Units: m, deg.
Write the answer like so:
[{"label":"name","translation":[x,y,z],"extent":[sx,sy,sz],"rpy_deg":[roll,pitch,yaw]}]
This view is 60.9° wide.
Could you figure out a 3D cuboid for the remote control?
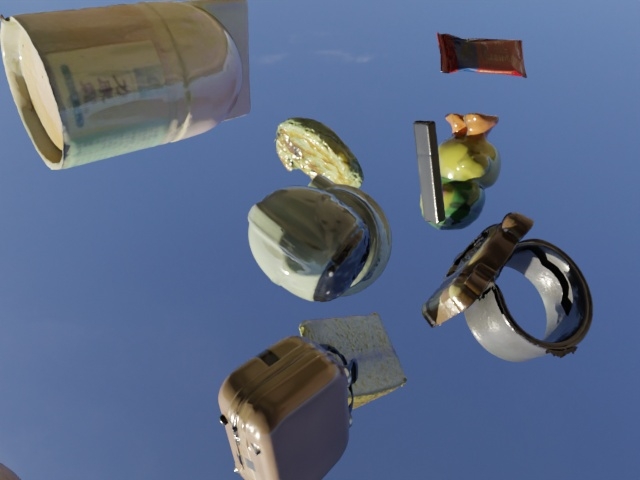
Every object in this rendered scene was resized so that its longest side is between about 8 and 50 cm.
[{"label":"remote control","translation":[0.252,-0.158,1.269],"extent":[0.025,0.245,0.063],"rpy_deg":[-25,-155,-31]}]

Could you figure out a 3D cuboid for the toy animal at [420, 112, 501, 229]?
[{"label":"toy animal","translation":[0.409,-0.187,1.555],"extent":[0.191,0.338,0.216],"rpy_deg":[12,-172,-24]}]

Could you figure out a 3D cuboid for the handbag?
[{"label":"handbag","translation":[-0.035,0.312,0.998],"extent":[0.283,0.302,0.149],"rpy_deg":[-32,-136,-31]}]

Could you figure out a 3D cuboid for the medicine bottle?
[{"label":"medicine bottle","translation":[-0.290,-0.284,0.937],"extent":[0.406,0.236,0.236],"rpy_deg":[-24,-132,-35]}]

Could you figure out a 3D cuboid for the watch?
[{"label":"watch","translation":[0.474,0.153,1.344],"extent":[0.327,0.314,0.335],"rpy_deg":[42,-120,4]}]

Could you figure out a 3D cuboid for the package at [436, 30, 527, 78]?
[{"label":"package","translation":[0.316,-0.359,1.057],"extent":[0.200,0.022,0.083],"rpy_deg":[-3,-102,-19]}]

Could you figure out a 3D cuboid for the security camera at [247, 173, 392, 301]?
[{"label":"security camera","translation":[0.000,0.000,0.854],"extent":[0.191,0.277,0.197],"rpy_deg":[37,-81,14]}]

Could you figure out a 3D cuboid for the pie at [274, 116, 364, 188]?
[{"label":"pie","translation":[-0.006,-0.226,1.506],"extent":[0.302,0.302,0.067],"rpy_deg":[27,-110,26]}]

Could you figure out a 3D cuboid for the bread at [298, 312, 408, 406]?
[{"label":"bread","translation":[0.081,0.305,1.425],"extent":[0.245,0.362,0.233],"rpy_deg":[-23,-109,-1]}]

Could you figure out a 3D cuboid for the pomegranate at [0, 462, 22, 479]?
[{"label":"pomegranate","translation":[-0.432,0.351,0.609],"extent":[0.233,0.233,0.233],"rpy_deg":[-2,-133,2]}]
